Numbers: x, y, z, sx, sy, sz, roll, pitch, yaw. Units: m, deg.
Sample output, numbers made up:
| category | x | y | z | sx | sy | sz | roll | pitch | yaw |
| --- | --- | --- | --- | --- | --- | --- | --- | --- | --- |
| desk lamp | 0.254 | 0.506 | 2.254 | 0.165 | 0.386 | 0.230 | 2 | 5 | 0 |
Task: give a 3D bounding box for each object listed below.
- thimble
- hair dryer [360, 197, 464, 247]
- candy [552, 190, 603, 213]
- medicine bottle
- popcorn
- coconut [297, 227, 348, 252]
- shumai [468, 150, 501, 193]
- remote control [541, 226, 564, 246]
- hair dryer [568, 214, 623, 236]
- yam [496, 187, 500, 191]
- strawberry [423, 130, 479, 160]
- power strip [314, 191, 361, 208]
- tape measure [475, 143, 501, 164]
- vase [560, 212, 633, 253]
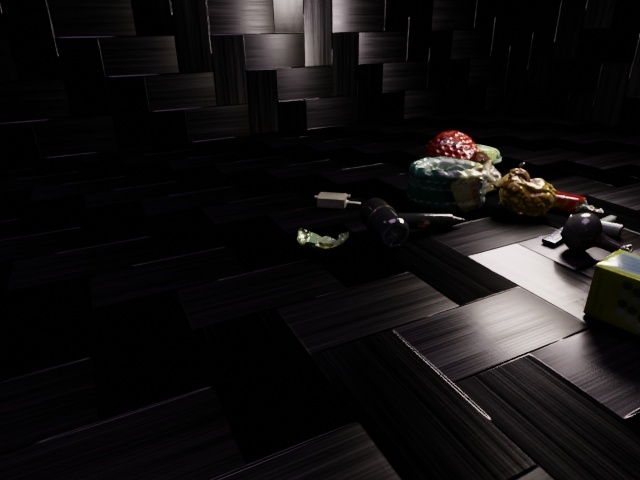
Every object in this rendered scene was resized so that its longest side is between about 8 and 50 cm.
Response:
| category | x | y | z | sx | sy | sz | roll | pitch | yaw |
| --- | --- | --- | --- | --- | --- | --- | --- | --- | --- |
| thimble | 0.468 | -0.209 | 1.718 | 0.287 | 0.168 | 0.254 | 9 | 27 | 23 |
| hair dryer | 0.321 | -0.057 | 1.486 | 0.351 | 0.107 | 0.189 | -2 | 26 | -15 |
| candy | 0.877 | -0.144 | 1.689 | 0.086 | 0.059 | 0.292 | -21 | 32 | -40 |
| medicine bottle | 0.728 | 0.130 | 0.992 | 0.141 | 0.137 | 0.250 | -17 | 29 | -34 |
| popcorn | 0.717 | -0.156 | 1.636 | 0.194 | 0.163 | 0.140 | 32 | 49 | -2 |
| coconut | 0.000 | 0.003 | 1.399 | 0.157 | 0.055 | 0.133 | 10 | 28 | 26 |
| shumai | 0.640 | -0.283 | 1.879 | 0.201 | 0.120 | 0.201 | -8 | 42 | 7 |
| remote control | 0.755 | -0.015 | 1.450 | 0.152 | 0.027 | 0.043 | -19 | 36 | -32 |
| hair dryer | 0.933 | -0.065 | 1.547 | 0.154 | 0.044 | 0.183 | 19 | 26 | 35 |
| yam | 0.746 | -0.209 | 1.860 | 0.043 | 0.043 | 0.094 | -10 | 26 | -20 |
| strawberry | 0.588 | -0.386 | 2.067 | 0.253 | 0.150 | 0.280 | -19 | 44 | 5 |
| power strip | 0.067 | -0.150 | 1.751 | 0.175 | 0.042 | 0.075 | 5 | 25 | 10 |
| tape measure | 0.758 | -0.406 | 2.224 | 0.199 | 0.106 | 0.175 | 20 | 19 | 37 |
| vase | 0.798 | -0.004 | 1.332 | 0.182 | 0.120 | 0.120 | 33 | 39 | 30 |
